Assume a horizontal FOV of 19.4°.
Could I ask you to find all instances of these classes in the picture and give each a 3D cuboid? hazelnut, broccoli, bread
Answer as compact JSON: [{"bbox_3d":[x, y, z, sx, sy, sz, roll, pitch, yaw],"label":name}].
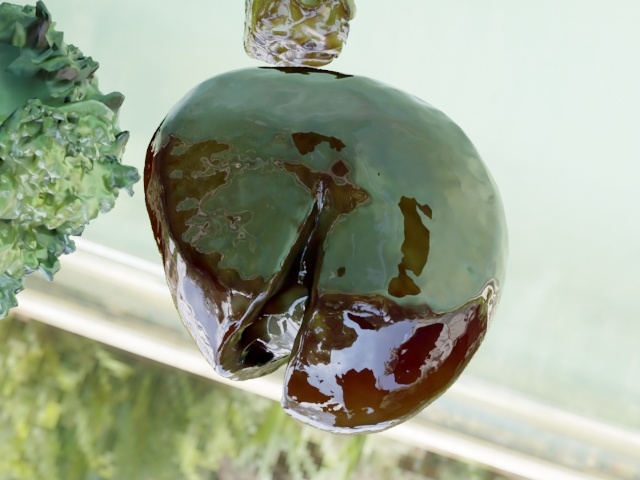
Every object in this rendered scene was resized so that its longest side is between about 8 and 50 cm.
[{"bbox_3d":[0.000,0.000,1.191,0.251,0.217,0.217,40,179,15],"label":"hazelnut"},{"bbox_3d":[-0.367,-0.086,1.755,0.293,0.348,0.281,49,178,21],"label":"broccoli"},{"bbox_3d":[-0.012,-0.262,1.627,0.096,0.222,0.181,7,179,-5],"label":"bread"}]
